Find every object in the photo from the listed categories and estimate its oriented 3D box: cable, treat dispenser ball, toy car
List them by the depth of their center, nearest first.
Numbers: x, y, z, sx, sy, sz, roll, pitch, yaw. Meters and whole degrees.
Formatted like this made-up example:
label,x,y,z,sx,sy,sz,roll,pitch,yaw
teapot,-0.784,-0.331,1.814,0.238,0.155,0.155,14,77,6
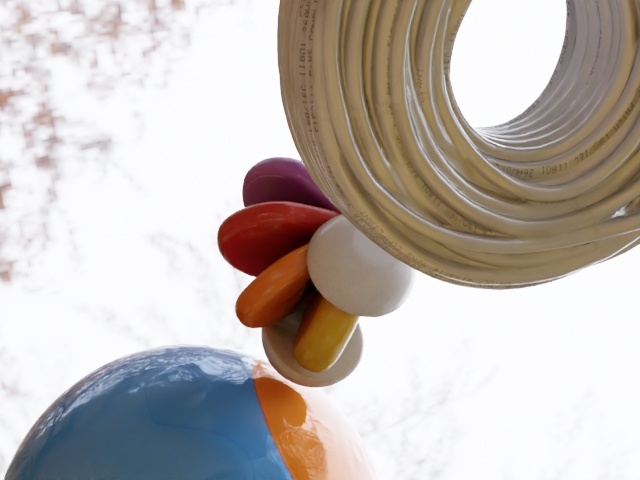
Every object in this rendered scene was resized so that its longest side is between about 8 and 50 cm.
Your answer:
label,x,y,z,sx,sy,sz,roll,pitch,yaw
cable,0.102,-0.103,0.964,0.089,0.257,0.257,32,-35,61
toy car,0.000,0.000,1.318,0.136,0.182,0.159,31,-38,-1
treat dispenser ball,-0.093,0.219,1.381,0.288,0.288,0.288,8,-76,33
